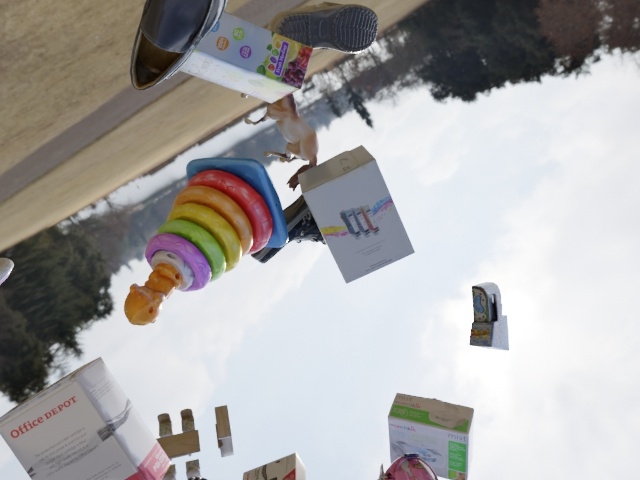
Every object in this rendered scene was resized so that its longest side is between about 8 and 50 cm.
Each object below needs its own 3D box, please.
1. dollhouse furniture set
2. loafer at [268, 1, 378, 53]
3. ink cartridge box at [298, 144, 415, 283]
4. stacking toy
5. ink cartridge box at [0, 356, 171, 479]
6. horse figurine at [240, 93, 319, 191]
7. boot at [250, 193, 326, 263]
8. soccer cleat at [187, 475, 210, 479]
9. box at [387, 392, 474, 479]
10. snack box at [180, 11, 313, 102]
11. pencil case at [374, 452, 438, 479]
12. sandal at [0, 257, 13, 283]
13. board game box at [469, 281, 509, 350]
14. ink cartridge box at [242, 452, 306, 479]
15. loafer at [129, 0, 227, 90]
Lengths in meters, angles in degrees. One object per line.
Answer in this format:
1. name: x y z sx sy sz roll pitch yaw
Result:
1. dollhouse furniture set: -0.411 0.642 1.677 0.242 0.160 0.212 -8 -134 -13
2. loafer: 0.006 -0.451 1.085 0.269 0.101 0.092 -13 -142 -34
3. ink cartridge box: 0.056 -0.048 0.861 0.128 0.176 0.128 -24 -160 3
4. stacking toy: -0.192 0.016 0.779 0.166 0.175 0.301 3 -141 27
5. ink cartridge box: -0.365 0.318 0.808 0.159 0.217 0.092 -31 -174 7
6. horse figurine: -0.073 -0.228 1.083 0.175 0.263 0.066 2 -139 46
7. boot: 0.001 0.000 1.003 0.236 0.178 0.085 -44 -158 -6
8. soccer cleat: -0.272 0.669 1.149 0.116 0.109 0.318 -62 -157 5
9. box: 0.369 0.651 1.722 0.262 0.231 0.126 6 -150 23
10. snack box: -0.139 -0.279 0.779 0.174 0.207 0.070 20 -87 70
11. pencil case: 0.115 0.660 1.236 0.386 0.167 0.160 -47 157 28
12. sandal: -0.954 0.210 1.337 0.416 0.102 0.169 -47 -138 -16
13. board game box: 0.443 0.211 1.362 0.060 0.194 0.194 -4 179 31
14. ink cartridge box: -0.114 0.594 1.244 0.151 0.063 0.109 -24 -159 7
15. loafer: -0.129 -0.191 0.459 0.170 0.062 0.061 -35 -149 57
